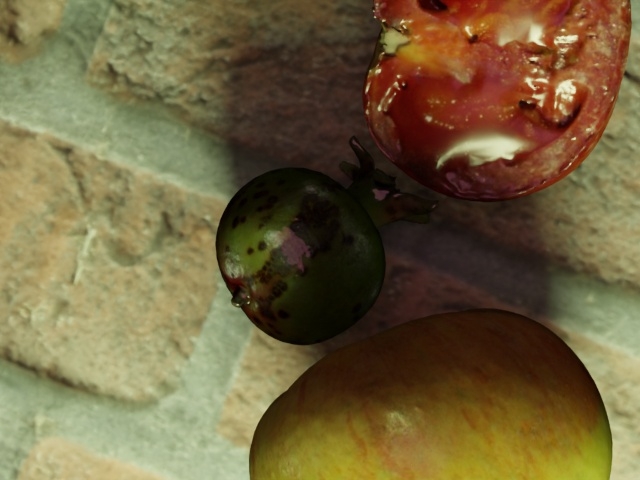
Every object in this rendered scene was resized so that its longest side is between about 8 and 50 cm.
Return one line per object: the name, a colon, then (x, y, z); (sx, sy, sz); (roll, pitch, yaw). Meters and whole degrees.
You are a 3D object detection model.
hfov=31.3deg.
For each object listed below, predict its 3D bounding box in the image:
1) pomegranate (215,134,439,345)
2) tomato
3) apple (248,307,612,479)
pomegranate: (-0.002, -0.002, 0.909); (0.148, 0.148, 0.169); (39, 83, 10)
tomato: (0.141, -0.154, 0.901); (0.200, 0.139, 0.233); (14, 106, 15)
apple: (0.082, 0.156, 0.824); (0.260, 0.261, 0.194); (-29, 79, 4)
